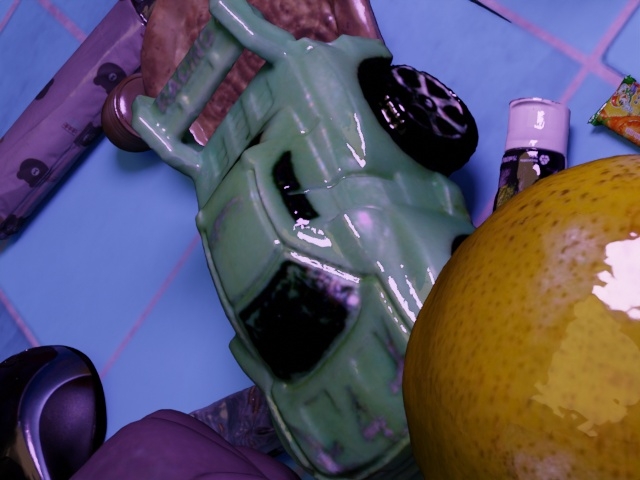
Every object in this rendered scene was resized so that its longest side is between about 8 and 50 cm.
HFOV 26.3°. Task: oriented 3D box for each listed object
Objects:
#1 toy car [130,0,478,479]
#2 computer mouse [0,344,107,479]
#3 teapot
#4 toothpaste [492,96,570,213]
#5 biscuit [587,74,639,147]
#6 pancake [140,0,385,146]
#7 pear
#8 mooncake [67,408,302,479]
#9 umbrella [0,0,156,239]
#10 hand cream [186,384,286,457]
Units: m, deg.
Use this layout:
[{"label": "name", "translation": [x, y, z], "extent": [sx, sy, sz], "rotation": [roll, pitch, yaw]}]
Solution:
[{"label": "toy car", "translation": [0.000, 0.000, 0.969], "extent": [0.213, 0.176, 0.358], "rotation": [-48, 45, 35]}, {"label": "computer mouse", "translation": [-0.262, 0.194, 1.201], "extent": [0.137, 0.096, 0.233], "rotation": [-26, 54, 31]}, {"label": "teapot", "translation": [-0.151, -0.126, 1.288], "extent": [0.110, 0.085, 0.080], "rotation": [-52, 12, -30]}, {"label": "toothpaste", "translation": [0.146, -0.002, 0.958], "extent": [0.071, 0.045, 0.193], "rotation": [-2, 75, 46]}, {"label": "biscuit", "translation": [0.226, -0.081, 0.937], "extent": [0.046, 0.016, 0.089], "rotation": [-56, 45, 7]}, {"label": "pancake", "translation": [-0.048, -0.147, 1.133], "extent": [0.250, 0.031, 0.250], "rotation": [8, 104, 34]}, {"label": "pear", "translation": [0.185, 0.095, 0.713], "extent": [0.294, 0.294, 0.294], "rotation": [-19, 59, 35]}, {"label": "mooncake", "translation": [-0.031, 0.226, 0.849], "extent": [0.306, 0.306, 0.154], "rotation": [25, 83, 46]}, {"label": "umbrella", "translation": [-0.237, -0.135, 1.351], "extent": [0.337, 0.067, 0.073], "rotation": [-46, 60, 16]}, {"label": "hand cream", "translation": [-0.105, 0.171, 1.097], "extent": [0.248, 0.052, 0.075], "rotation": [-31, 53, 29]}]
